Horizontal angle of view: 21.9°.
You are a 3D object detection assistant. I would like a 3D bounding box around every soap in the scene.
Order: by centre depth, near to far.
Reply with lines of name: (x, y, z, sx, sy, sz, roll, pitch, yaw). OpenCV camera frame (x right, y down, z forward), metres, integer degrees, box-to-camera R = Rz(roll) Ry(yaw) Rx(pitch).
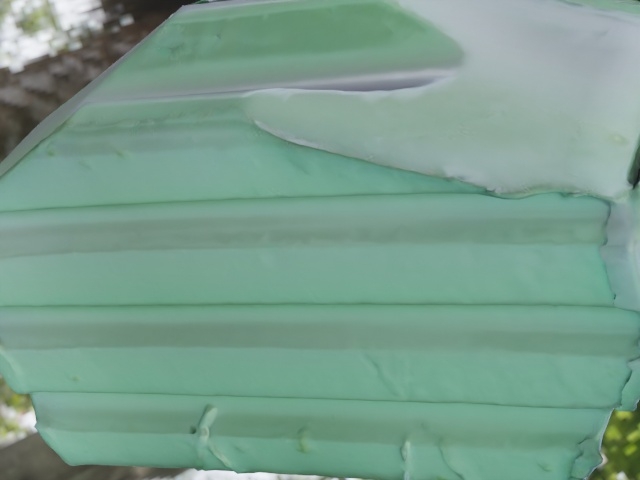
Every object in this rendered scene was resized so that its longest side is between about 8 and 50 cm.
soap: (0.000, 0.000, 0.915, 0.446, 0.156, 0.261, -2, -52, 33)
